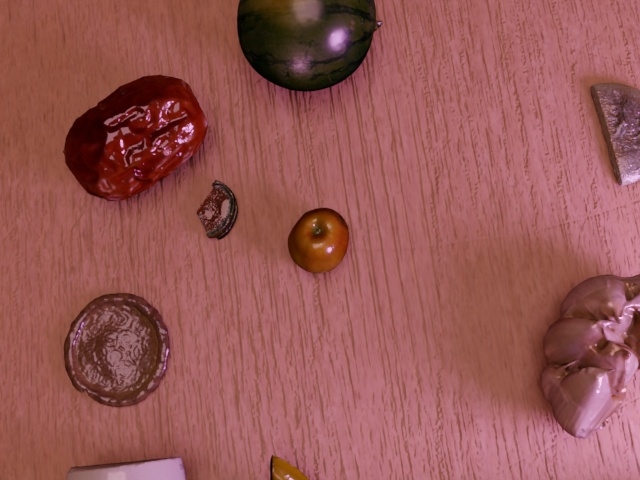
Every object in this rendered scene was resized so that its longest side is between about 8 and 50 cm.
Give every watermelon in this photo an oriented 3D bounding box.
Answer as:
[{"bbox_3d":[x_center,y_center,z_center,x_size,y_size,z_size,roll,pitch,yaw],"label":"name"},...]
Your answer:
[{"bbox_3d":[-0.023,-0.376,1.396,0.242,0.242,0.242,-1,77,3],"label":"watermelon"}]

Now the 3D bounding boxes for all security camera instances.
[{"bbox_3d":[-0.295,0.459,1.247,0.195,0.194,0.236,-7,79,1],"label":"security camera"}]

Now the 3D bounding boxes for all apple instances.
[{"bbox_3d":[0.000,0.000,1.376,0.099,0.102,0.114,38,81,12],"label":"apple"}]

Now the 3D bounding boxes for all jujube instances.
[{"bbox_3d":[-0.319,-0.178,1.401,0.250,0.174,0.174,-30,78,-1],"label":"jujube"}]

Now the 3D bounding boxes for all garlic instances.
[{"bbox_3d":[0.444,0.155,1.273,0.281,0.203,0.184,-40,60,-2],"label":"garlic"}]

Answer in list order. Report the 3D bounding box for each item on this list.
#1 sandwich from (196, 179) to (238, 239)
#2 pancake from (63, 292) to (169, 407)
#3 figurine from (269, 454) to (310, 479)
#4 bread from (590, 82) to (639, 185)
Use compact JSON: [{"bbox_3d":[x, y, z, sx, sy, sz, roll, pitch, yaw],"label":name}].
[{"bbox_3d":[-0.182,-0.052,1.436,0.069,0.026,0.101,25,80,7],"label":"sandwich"},{"bbox_3d":[-0.351,0.187,1.395,0.199,0.021,0.199,-1,78,4],"label":"pancake"},{"bbox_3d":[-0.042,0.498,1.232,0.218,0.169,0.326,28,78,17],"label":"figurine"},{"bbox_3d":[0.556,-0.198,1.426,0.112,0.036,0.193,-11,77,0],"label":"bread"}]
